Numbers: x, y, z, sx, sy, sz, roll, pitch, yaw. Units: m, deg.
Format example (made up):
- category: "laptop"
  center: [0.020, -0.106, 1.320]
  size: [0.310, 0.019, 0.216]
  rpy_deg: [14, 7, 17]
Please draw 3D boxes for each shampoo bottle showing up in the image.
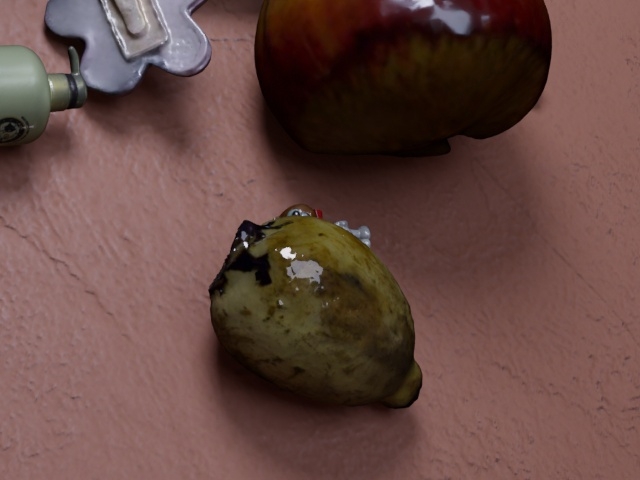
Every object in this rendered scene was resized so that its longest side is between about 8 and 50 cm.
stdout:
- category: "shampoo bottle"
  center: [-0.258, -0.111, 1.324]
  size: [0.162, 0.079, 0.079]
  rpy_deg: [-6, 72, -30]

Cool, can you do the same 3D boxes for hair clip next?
- category: "hair clip"
  center: [-0.173, -0.240, 1.404]
  size: [0.146, 0.075, 0.257]
  rpy_deg: [-24, 86, 0]

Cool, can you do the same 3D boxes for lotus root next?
- category: "lotus root"
  center: [0.005, 0.063, 1.367]
  size: [0.214, 0.138, 0.138]
  rpy_deg: [33, 57, -25]

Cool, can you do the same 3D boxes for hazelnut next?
- category: "hazelnut"
  center: [0.067, -0.172, 1.446]
  size: [0.251, 0.217, 0.217]
  rpy_deg: [-14, 74, -3]

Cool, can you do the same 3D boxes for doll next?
- category: "doll"
  center: [0.002, -0.006, 1.440]
  size: [0.085, 0.040, 0.058]
  rpy_deg: [-16, 90, -28]
